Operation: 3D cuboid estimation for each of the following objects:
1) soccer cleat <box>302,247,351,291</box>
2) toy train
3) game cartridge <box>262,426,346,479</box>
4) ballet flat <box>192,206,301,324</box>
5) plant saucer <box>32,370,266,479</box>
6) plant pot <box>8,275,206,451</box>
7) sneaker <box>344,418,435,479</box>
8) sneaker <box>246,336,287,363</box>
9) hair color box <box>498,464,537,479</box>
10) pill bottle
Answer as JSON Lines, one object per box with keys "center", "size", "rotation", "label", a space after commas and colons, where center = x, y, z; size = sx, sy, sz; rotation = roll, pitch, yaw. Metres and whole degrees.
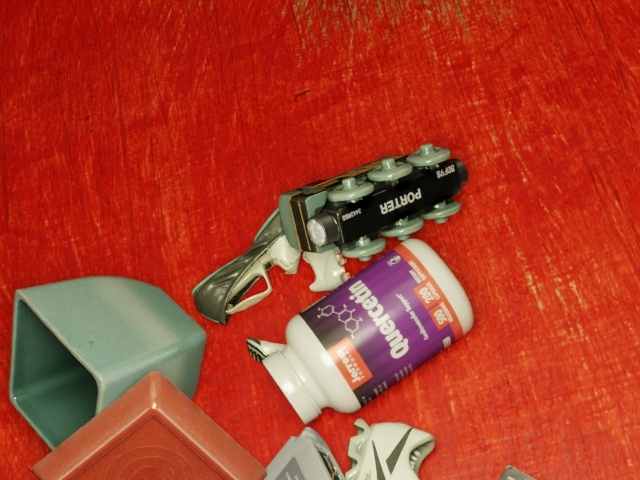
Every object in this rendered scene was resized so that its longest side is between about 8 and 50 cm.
{"center": [0.000, 0.000, 2.014], "size": [0.076, 0.068, 0.196], "rotation": [-19, 57, 14], "label": "soccer cleat"}
{"center": [0.089, -0.071, 1.927], "size": [0.334, 0.142, 0.190], "rotation": [-25, 20, -33], "label": "toy train"}
{"center": [-0.033, 0.421, 1.670], "size": [0.196, 0.060, 0.294], "rotation": [-48, 25, 6], "label": "game cartridge"}
{"center": [-0.098, 0.042, 2.005], "size": [0.280, 0.095, 0.096], "rotation": [-45, 68, 0], "label": "ballet flat"}
{"center": [-0.255, 0.361, 1.724], "size": [0.258, 0.259, 0.048], "rotation": [-39, 24, 11], "label": "plant saucer"}
{"center": [-0.333, 0.202, 1.870], "size": [0.252, 0.248, 0.247], "rotation": [-21, 48, -40], "label": "plant pot"}
{"center": [0.101, 0.420, 1.691], "size": [0.146, 0.122, 0.330], "rotation": [0, 60, 18], "label": "sneaker"}
{"center": [-0.078, 0.191, 1.939], "size": [0.109, 0.040, 0.044], "rotation": [27, 53, 24], "label": "sneaker"}
{"center": [0.253, 0.512, 1.602], "size": [0.174, 0.105, 0.347], "rotation": [26, 70, 28], "label": "hair color box"}
{"center": [0.073, 0.151, 1.828], "size": [0.323, 0.181, 0.181], "rotation": [-35, 56, -6], "label": "pill bottle"}
